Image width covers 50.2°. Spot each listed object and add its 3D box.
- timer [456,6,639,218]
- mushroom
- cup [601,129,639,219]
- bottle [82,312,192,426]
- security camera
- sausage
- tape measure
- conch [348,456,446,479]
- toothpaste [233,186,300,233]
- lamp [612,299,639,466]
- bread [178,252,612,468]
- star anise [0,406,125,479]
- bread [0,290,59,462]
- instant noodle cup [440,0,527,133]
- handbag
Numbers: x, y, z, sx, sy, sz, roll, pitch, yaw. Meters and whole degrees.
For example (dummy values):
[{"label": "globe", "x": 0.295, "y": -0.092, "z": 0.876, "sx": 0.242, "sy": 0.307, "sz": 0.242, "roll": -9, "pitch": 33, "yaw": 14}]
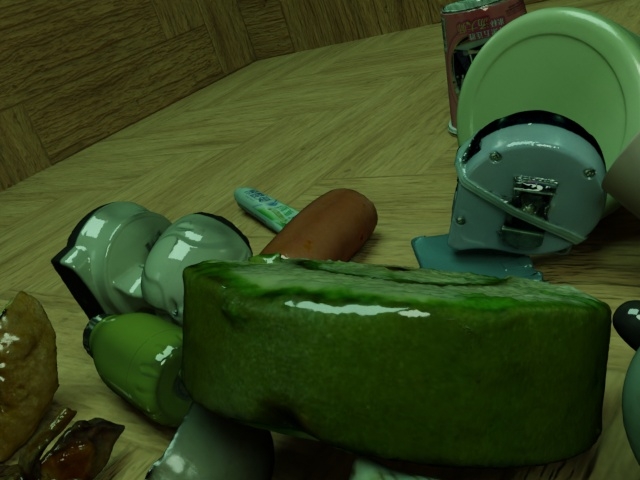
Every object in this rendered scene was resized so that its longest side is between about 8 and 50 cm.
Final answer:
[{"label": "timer", "x": 0.403, "y": -0.178, "z": 0.994, "sx": 0.315, "sy": 0.290, "sz": 0.291, "roll": -12, "pitch": 14, "yaw": -41}, {"label": "mushroom", "x": -0.104, "y": 0.214, "z": 0.643, "sx": 0.117, "sy": 0.141, "sz": 0.188, "roll": 19, "pitch": 19, "yaw": 6}, {"label": "cup", "x": 0.447, "y": -0.081, "z": 0.672, "sx": 0.253, "sy": 0.200, "sz": 0.191, "roll": -47, "pitch": -22, "yaw": 10}, {"label": "bottle", "x": -0.230, "y": 0.151, "z": 0.883, "sx": 0.112, "sy": 0.112, "sz": 0.260, "roll": -34, "pitch": 27, "yaw": -31}, {"label": "security camera", "x": -0.234, "y": 0.041, "z": 1.047, "sx": 0.277, "sy": 0.197, "sz": 0.191, "roll": 5, "pitch": 42, "yaw": 32}, {"label": "sausage", "x": 0.000, "y": 0.000, "z": 1.047, "sx": 0.114, "sy": 0.113, "sz": 0.259, "roll": -3, "pitch": 28, "yaw": 33}, {"label": "tape measure", "x": 0.249, "y": -0.063, "z": 0.826, "sx": 0.182, "sy": 0.181, "sz": 0.107, "roll": 6, "pitch": 45, "yaw": 15}, {"label": "conch", "x": 0.081, "y": 0.231, "z": 0.412, "sx": 0.386, "sy": 0.169, "sz": 0.203, "roll": -13, "pitch": 49, "yaw": 19}, {"label": "toothpaste", "x": -0.100, "y": -0.057, "z": 1.336, "sx": 0.075, "sy": 0.048, "sz": 0.297, "roll": -25, "pitch": 27, "yaw": -21}, {"label": "lamp", "x": 0.316, "y": 0.108, "z": 0.488, "sx": 0.198, "sy": 0.197, "sz": 0.244, "roll": -12, "pitch": 15, "yaw": 15}, {"label": "bread", "x": 0.066, "y": 0.084, "z": 0.615, "sx": 0.382, "sy": 0.129, "sz": 0.366, "roll": 5, "pitch": 1, "yaw": -8}, {"label": "star anise", "x": -0.302, "y": 0.267, "z": 0.706, "sx": 0.196, "sy": 0.111, "sz": 0.212, "roll": -20, "pitch": 29, "yaw": 15}, {"label": "bread", "x": -0.425, "y": 0.204, "z": 0.885, "sx": 0.260, "sy": 0.134, "sz": 0.129, "roll": -56, "pitch": 22, "yaw": -21}, {"label": "instant noodle cup", "x": 0.356, "y": -0.375, "z": 1.425, "sx": 0.244, "sy": 0.255, "sz": 0.244, "roll": -14, "pitch": 23, "yaw": 6}, {"label": "handbag", "x": 0.199, "y": 0.048, "z": 0.860, "sx": 0.144, "sy": 0.057, "sz": 0.221, "roll": -10, "pitch": 22, "yaw": 3}]
